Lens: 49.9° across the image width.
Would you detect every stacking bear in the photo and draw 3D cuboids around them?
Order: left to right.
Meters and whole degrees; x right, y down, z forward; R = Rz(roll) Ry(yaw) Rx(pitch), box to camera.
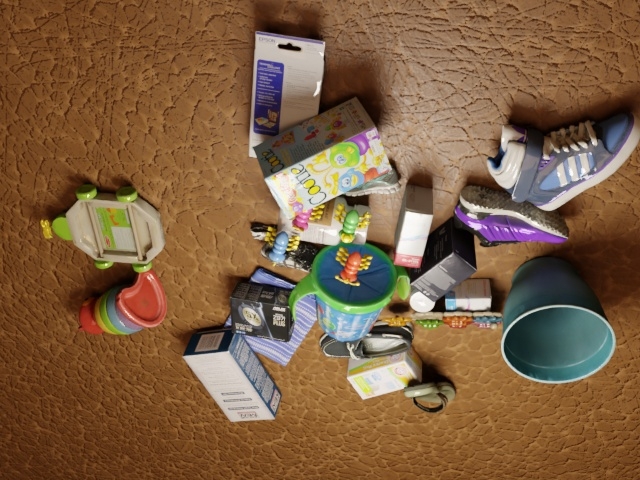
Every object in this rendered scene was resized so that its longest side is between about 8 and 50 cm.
[{"bbox_3d":[-0.627,0.214,2.109,0.289,0.175,0.164,-17,115,32],"label":"stacking bear"}]

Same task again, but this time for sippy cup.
[{"bbox_3d":[0.080,0.156,1.906,0.306,0.240,0.224,18,139,8],"label":"sippy cup"}]

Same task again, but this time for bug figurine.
[{"bbox_3d":[0.000,0.000,1.717,0.279,0.072,0.216,15,118,0],"label":"bug figurine"}]

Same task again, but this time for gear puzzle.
[{"bbox_3d":[0.344,0.234,1.959,0.339,0.044,0.175,-1,167,11],"label":"gear puzzle"}]

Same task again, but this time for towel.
[{"bbox_3d":[-0.147,0.242,2.113,0.243,0.040,0.336,25,127,-9],"label":"towel"}]

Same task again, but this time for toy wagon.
[{"bbox_3d":[-0.623,-0.039,1.965,0.345,0.068,0.267,5,127,7],"label":"toy wagon"}]

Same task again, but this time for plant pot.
[{"bbox_3d":[0.605,0.189,1.807,0.272,0.255,0.271,5,126,6],"label":"plant pot"}]

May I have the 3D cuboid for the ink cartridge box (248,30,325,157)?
[{"bbox_3d":[-0.080,-0.342,1.646,0.166,0.065,0.332,11,129,2],"label":"ink cartridge box"}]

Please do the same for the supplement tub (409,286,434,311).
[{"bbox_3d":[0.286,0.142,1.915,0.071,0.107,0.070,5,120,10],"label":"supplement tub"}]

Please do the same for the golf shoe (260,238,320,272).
[{"bbox_3d":[-0.077,0.044,1.941,0.198,0.077,0.094,21,163,-23],"label":"golf shoe"}]

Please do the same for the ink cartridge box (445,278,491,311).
[{"bbox_3d":[0.411,0.152,1.917,0.123,0.088,0.052,-3,126,12],"label":"ink cartridge box"}]

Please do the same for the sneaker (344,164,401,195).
[{"bbox_3d":[0.121,-0.158,1.762,0.167,0.065,0.076,-5,109,9],"label":"sneaker"}]

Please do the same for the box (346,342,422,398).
[{"bbox_3d":[0.199,0.396,2.128,0.203,0.103,0.114,-21,121,23],"label":"box"}]

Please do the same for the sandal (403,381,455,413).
[{"bbox_3d":[0.333,0.488,2.114,0.120,0.086,0.303,-22,158,22],"label":"sandal"}]

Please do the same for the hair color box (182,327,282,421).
[{"bbox_3d":[-0.279,0.440,2.226,0.174,0.105,0.347,-9,128,23],"label":"hair color box"}]

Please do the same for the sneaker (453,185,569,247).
[{"bbox_3d":[0.479,-0.037,1.765,0.294,0.102,0.146,18,132,2],"label":"sneaker"}]

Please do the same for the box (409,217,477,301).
[{"bbox_3d":[0.322,0.051,1.814,0.093,0.156,0.158,36,124,-18],"label":"box"}]

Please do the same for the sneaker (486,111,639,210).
[{"bbox_3d":[0.540,-0.220,1.588,0.236,0.130,0.323,30,131,-18],"label":"sneaker"}]

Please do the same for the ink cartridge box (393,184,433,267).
[{"bbox_3d":[0.239,-0.037,1.779,0.073,0.127,0.175,9,128,1],"label":"ink cartridge box"}]

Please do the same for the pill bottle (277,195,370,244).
[{"bbox_3d":[0.010,-0.056,1.802,0.230,0.131,0.131,9,128,2],"label":"pill bottle"}]

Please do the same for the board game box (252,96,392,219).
[{"bbox_3d":[0.003,-0.193,1.626,0.275,0.144,0.142,-25,133,2],"label":"board game box"}]

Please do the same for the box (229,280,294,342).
[{"bbox_3d":[-0.169,0.211,2.029,0.180,0.077,0.147,9,127,7],"label":"box"}]

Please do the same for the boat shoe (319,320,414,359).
[{"bbox_3d":[0.133,0.311,2.082,0.303,0.091,0.114,-19,121,22],"label":"boat shoe"}]

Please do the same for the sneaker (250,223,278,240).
[{"bbox_3d":[-0.141,-0.019,1.921,0.109,0.040,0.043,10,144,6],"label":"sneaker"}]
